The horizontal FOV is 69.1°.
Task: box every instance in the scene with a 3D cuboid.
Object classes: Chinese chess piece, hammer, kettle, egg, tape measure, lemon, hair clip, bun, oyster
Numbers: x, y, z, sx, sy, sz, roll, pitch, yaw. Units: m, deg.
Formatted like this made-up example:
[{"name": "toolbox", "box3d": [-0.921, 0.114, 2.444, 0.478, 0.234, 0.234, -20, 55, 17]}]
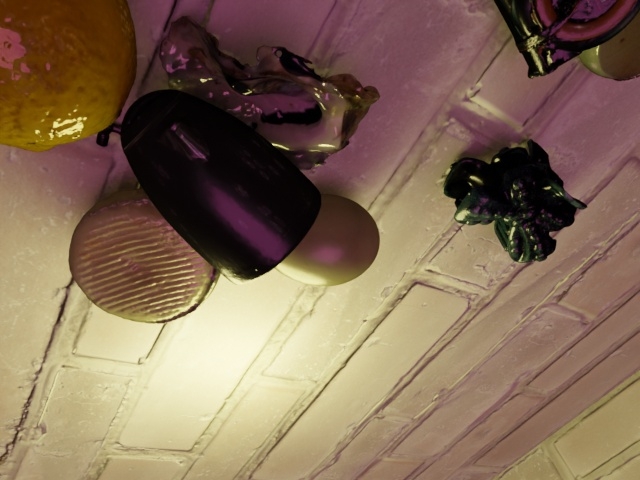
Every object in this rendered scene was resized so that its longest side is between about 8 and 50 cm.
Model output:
[{"name": "Chinese chess piece", "box3d": [0.568, -0.393, 0.849, 0.188, 0.083, 0.188, -9, 134, -10]}, {"name": "hammer", "box3d": [-0.300, -0.171, 0.822, 0.178, 0.021, 0.065, 16, 123, -30]}, {"name": "kettle", "box3d": [-0.180, -0.099, 0.732, 0.290, 0.268, 0.207, 43, 78, -23]}, {"name": "egg", "box3d": [0.000, 0.000, 0.935, 0.241, 0.186, 0.186, -4, 129, -11]}, {"name": "tape measure", "box3d": [0.398, -0.401, 0.742, 0.222, 0.135, 0.202, -32, 109, 20]}, {"name": "lemon", "box3d": [-0.368, -0.253, 0.573, 0.292, 0.293, 0.293, -8, 130, -10]}, {"name": "hair clip", "box3d": [0.425, -0.083, 0.997, 0.310, 0.195, 0.206, 26, 124, -33]}, {"name": "bun", "box3d": [-0.323, 0.022, 0.891, 0.287, 0.146, 0.287, -3, 116, -6]}, {"name": "oyster", "box3d": [-0.078, -0.230, 0.758, 0.351, 0.115, 0.238, 2, 144, 0]}]
